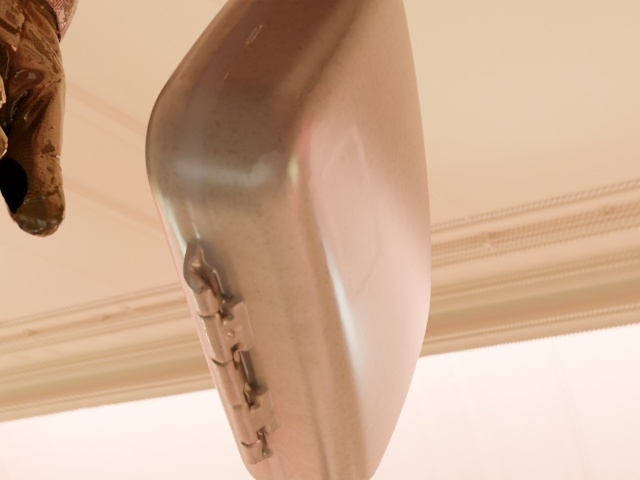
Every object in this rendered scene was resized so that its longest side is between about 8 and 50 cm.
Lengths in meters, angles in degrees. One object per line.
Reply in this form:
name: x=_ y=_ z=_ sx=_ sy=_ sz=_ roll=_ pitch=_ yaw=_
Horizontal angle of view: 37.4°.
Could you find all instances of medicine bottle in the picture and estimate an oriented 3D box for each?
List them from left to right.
medicine bottle: x=0.000 y=0.000 z=0.691 sx=0.123 sy=0.375 sz=0.282 roll=5 pitch=-136 yaw=19

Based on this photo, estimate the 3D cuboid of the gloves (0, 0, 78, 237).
gloves: x=-0.268 y=-0.116 z=0.731 sx=0.141 sy=0.154 sz=0.331 roll=-3 pitch=-130 yaw=3
